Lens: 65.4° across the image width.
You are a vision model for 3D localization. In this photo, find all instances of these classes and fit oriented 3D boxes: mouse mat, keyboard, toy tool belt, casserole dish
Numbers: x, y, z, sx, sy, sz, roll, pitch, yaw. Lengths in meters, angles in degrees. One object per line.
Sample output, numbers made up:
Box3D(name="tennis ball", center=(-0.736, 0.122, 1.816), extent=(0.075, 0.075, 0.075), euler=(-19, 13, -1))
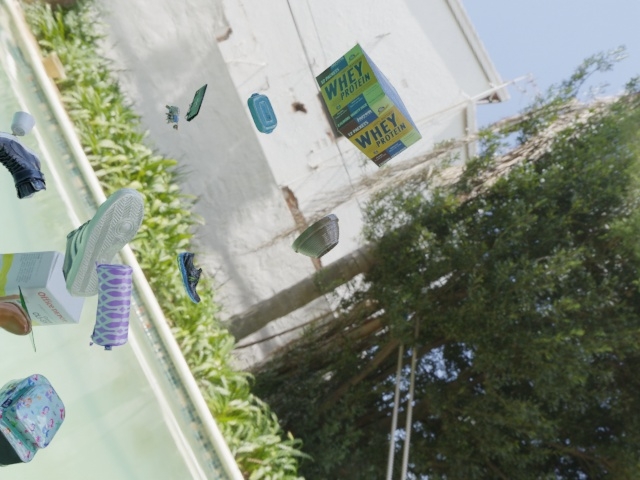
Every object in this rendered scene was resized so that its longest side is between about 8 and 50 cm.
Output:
Box3D(name="mouse mat", center=(-0.947, 0.255, 1.609), extent=(0.153, 0.007, 0.190), euler=(51, -41, 30))
Box3D(name="keyboard", center=(-0.509, -0.563, 2.072), extent=(0.038, 0.100, 0.192), euler=(40, 43, -38))
Box3D(name="toy tool belt", center=(-0.529, -0.438, 1.772), extent=(0.052, 0.051, 0.083), euler=(-121, -141, -76))
Box3D(name="casserole dish", center=(-0.253, -0.569, 2.219), extent=(0.037, 0.114, 0.189), euler=(-5, -72, 55))

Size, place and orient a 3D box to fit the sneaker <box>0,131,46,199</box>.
Box3D(name="sneaker", center=(-0.913, -0.218, 1.487), extent=(0.226, 0.086, 0.164), euler=(51, 19, -72))

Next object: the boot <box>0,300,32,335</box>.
Box3D(name="boot", center=(-0.780, 0.176, 1.131), extent=(0.197, 0.073, 0.152), euler=(33, 12, -1))

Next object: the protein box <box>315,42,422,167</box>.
Box3D(name="protein box", center=(0.120, -0.329, 1.233), extent=(0.201, 0.136, 0.200), euler=(29, 34, -50))

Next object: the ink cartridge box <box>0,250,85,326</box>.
Box3D(name="ink cartridge box", center=(-1.087, 0.182, 1.776), extent=(0.279, 0.384, 0.161), euler=(89, -4, -54))

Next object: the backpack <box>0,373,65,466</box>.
Box3D(name="backpack", center=(-0.960, 0.565, 1.623), extent=(0.253, 0.191, 0.225), euler=(-95, 166, -69))

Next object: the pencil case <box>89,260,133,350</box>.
Box3D(name="pencil case", center=(-0.507, 0.156, 1.210), extent=(0.086, 0.088, 0.206), euler=(176, -81, -77))

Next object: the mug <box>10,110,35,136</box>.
Box3D(name="mug", center=(-0.911, -0.344, 1.519), extent=(0.064, 0.062, 0.078), euler=(-102, -153, -43))

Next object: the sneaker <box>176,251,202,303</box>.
Box3D(name="sneaker", center=(-0.448, 0.130, 1.749), extent=(0.067, 0.078, 0.188), euler=(-1, -78, 65))

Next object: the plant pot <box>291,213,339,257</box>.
Box3D(name="plant pot", center=(0.000, 0.000, 2.125), extent=(0.110, 0.237, 0.237), euler=(53, -16, 9))

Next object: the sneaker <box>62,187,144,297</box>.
Box3D(name="sneaker", center=(-0.598, -0.018, 1.328), extent=(0.131, 0.350, 0.148), euler=(15, 27, -52))
